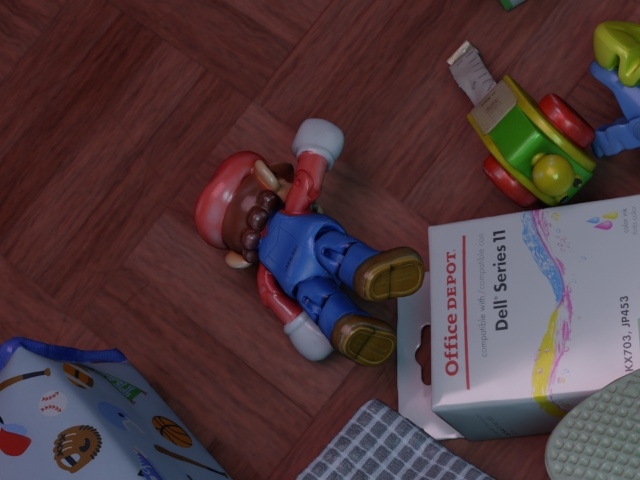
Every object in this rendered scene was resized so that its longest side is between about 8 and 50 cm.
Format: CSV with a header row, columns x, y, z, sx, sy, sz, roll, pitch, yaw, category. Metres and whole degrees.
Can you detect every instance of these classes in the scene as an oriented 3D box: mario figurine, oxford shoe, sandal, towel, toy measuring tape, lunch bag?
x,y,z,sx,sy,sz,roll,pitch,yaw,category
0.000,0.000,1.838,0.198,0.170,0.320,-43,46,-7,mario figurine
0.425,0.167,1.506,0.449,0.130,0.169,-17,47,4,oxford shoe
0.395,-0.096,1.727,0.317,0.126,0.138,38,122,25,sandal
0.059,0.309,1.632,0.235,0.121,0.284,27,63,34,towel
0.216,-0.117,1.797,0.121,0.121,0.330,-34,26,7,toy measuring tape
-0.287,0.348,1.761,0.328,0.239,0.385,46,107,32,lunch bag

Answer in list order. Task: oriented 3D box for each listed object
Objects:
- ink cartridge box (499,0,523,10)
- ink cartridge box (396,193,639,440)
x,y,z,sx,sy,sz,roll,pitch,yaw,category
0.169,-0.427,1.911,0.114,0.198,0.273,-32,58,10,ink cartridge box
0.224,0.082,1.707,0.353,0.119,0.207,-9,65,21,ink cartridge box
